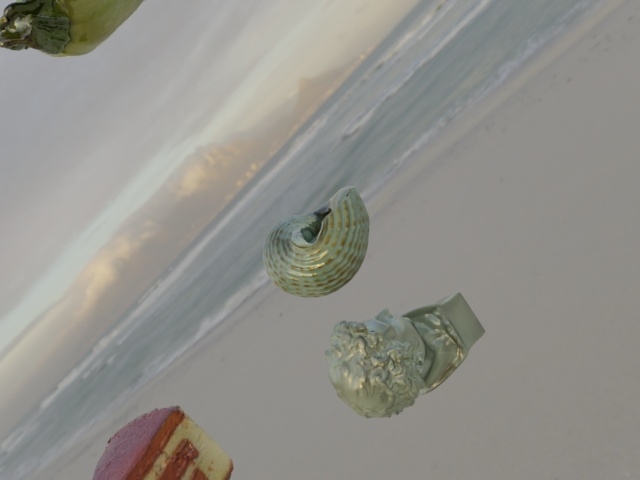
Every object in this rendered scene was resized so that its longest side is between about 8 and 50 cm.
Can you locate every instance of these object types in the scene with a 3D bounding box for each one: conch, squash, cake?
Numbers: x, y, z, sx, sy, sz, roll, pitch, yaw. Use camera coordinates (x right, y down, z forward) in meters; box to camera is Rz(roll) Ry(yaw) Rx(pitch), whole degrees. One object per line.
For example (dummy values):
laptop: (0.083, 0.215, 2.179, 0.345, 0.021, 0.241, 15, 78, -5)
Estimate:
conch: (0.004, 0.004, 0.834, 0.135, 0.102, 0.153, -52, 20, -15)
squash: (-0.252, -0.245, 0.768, 0.137, 0.137, 0.288, -41, 32, 35)
cake: (-0.226, 0.369, 1.051, 0.159, 0.158, 0.262, -38, 20, 12)

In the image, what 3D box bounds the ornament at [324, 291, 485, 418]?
ornament: (0.117, 0.154, 0.978, 0.120, 0.130, 0.285, -38, -20, 33)
